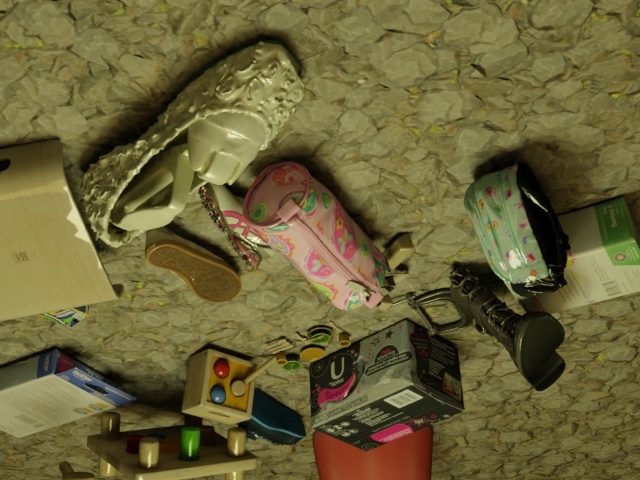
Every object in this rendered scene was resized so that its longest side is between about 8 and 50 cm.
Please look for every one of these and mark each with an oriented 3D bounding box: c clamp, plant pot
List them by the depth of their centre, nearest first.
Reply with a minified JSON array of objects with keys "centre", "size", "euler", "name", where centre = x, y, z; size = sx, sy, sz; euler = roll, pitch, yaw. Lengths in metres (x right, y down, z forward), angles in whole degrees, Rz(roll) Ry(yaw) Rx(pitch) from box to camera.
[{"centre":[0.200,0.129,1.885],"size":[0.137,0.022,0.160],"euler":[-24,139,19],"name":"c clamp"},{"centre":[0.119,0.527,2.259],"size":[0.275,0.243,0.275],"euler":[-1,145,-1],"name":"plant pot"}]

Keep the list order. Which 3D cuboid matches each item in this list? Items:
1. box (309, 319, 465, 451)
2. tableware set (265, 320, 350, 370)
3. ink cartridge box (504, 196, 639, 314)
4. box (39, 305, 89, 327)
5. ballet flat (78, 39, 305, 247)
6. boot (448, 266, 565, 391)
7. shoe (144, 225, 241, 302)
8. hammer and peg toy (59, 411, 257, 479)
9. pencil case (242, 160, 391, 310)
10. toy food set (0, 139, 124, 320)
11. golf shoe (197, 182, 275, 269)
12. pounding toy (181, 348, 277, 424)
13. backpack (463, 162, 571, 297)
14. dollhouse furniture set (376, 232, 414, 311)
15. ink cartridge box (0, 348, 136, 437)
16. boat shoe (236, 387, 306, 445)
[{"centre":[0.120,0.274,1.980],"size":[0.247,0.142,0.163],"euler":[-30,136,32],"name":"box"},{"centre":[-0.018,0.203,1.961],"size":[0.154,0.024,0.104],"euler":[-23,141,20],"name":"tableware set"},{"centre":[0.409,0.032,1.691],"size":[0.213,0.093,0.154],"euler":[-19,142,20],"name":"ink cartridge box"},{"centre":[-0.462,0.082,1.728],"size":[0.054,0.059,0.169],"euler":[-31,137,33],"name":"box"},{"centre":[-0.171,-0.106,1.414],"size":[0.409,0.147,0.147],"euler":[-31,136,34],"name":"ballet flat"},{"centre":[0.287,0.125,1.712],"size":[0.091,0.229,0.263],"euler":[-39,150,-7],"name":"boot"},{"centre":[-0.203,0.035,1.691],"size":[0.077,0.058,0.219],"euler":[-38,140,12],"name":"shoe"},{"centre":[-0.336,0.404,2.006],"size":[0.361,0.127,0.266],"euler":[0,-173,-33],"name":"hammer and peg toy"},{"centre":[0.000,0.000,1.587],"size":[0.124,0.124,0.284],"euler":[-18,140,21],"name":"pencil case"},{"centre":[-0.440,-0.006,1.563],"size":[0.220,0.092,0.306],"euler":[-10,132,4],"name":"toy food set"},{"centre":[-0.118,-0.040,1.586],"size":[0.086,0.067,0.186],"euler":[-39,136,-5],"name":"golf shoe"},{"centre":[-0.167,0.267,1.975],"size":[0.141,0.130,0.100],"euler":[22,151,-31],"name":"pounding toy"},{"centre":[0.290,-0.019,1.546],"size":[0.115,0.152,0.182],"euler":[-22,105,18],"name":"backpack"},{"centre":[0.140,0.049,1.719],"size":[0.081,0.091,0.114],"euler":[3,145,-35],"name":"dollhouse furniture set"},{"centre":[-0.530,0.293,2.029],"size":[0.311,0.065,0.186],"euler":[-18,144,25],"name":"ink cartridge box"},{"centre":[-0.125,0.373,2.132],"size":[0.089,0.109,0.258],"euler":[-31,136,17],"name":"boat shoe"}]
